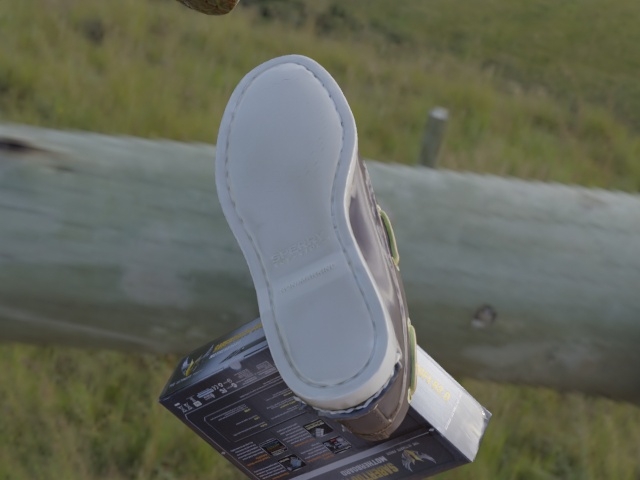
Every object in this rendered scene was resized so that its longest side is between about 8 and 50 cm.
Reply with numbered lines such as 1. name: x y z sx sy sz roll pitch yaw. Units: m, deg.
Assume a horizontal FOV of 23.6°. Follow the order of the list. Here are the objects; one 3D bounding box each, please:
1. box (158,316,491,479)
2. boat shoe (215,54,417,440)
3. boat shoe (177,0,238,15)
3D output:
1. box: 0.000 0.140 1.295 0.183 0.231 0.056 42 48 -17
2. boat shoe: 0.000 0.000 1.163 0.117 0.096 0.324 -23 53 10
3. boat shoe: -0.066 -0.210 0.970 0.098 0.096 0.277 32 -7 -21
